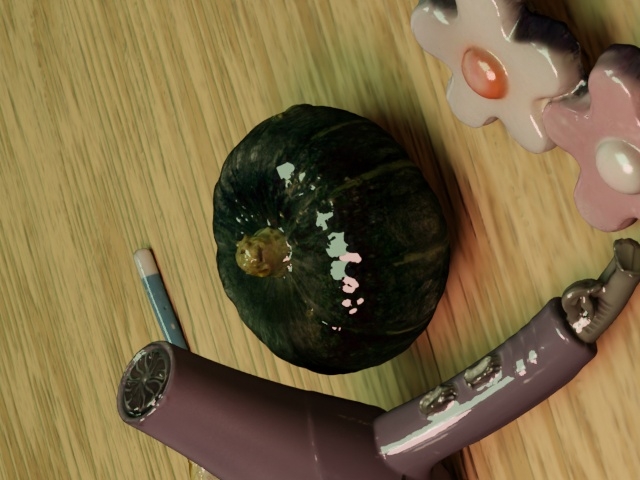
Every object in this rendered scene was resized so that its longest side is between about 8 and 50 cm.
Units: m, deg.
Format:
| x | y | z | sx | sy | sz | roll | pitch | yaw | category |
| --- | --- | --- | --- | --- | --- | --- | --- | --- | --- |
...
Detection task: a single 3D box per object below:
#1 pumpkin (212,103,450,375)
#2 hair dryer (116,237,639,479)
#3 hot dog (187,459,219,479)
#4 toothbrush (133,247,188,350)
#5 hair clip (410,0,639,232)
| x | y | z | sx | sy | sz | roll | pitch | yaw | category |
| --- | --- | --- | --- | --- | --- | --- | --- | --- | --- |
| 0.002 | 0.001 | 1.100 | 0.211 | 0.152 | 0.212 | 27 | 132 | 34 | pumpkin |
| 0.071 | 0.093 | 1.005 | 0.361 | 0.301 | 0.121 | -37 | 41 | 26 | hair dryer |
| -0.059 | 0.282 | 1.272 | 0.144 | 0.075 | 0.268 | 61 | -170 | -69 | hot dog |
| -0.127 | 0.134 | 1.392 | 0.025 | 0.019 | 0.276 | -43 | 67 | 55 | toothbrush |
| 0.163 | -0.093 | 0.950 | 0.257 | 0.075 | 0.146 | 48 | 146 | 29 | hair clip |
